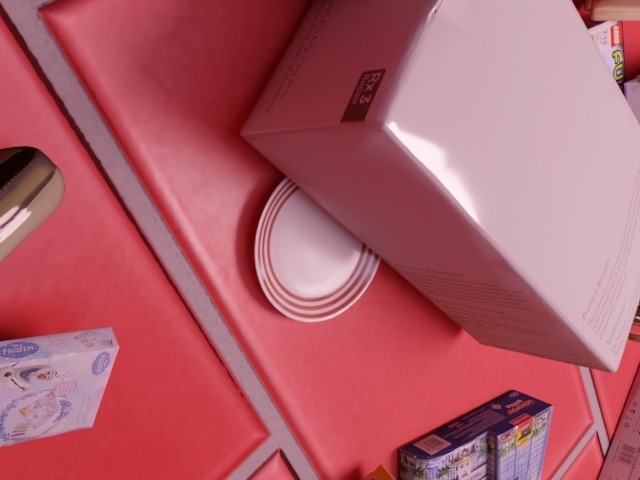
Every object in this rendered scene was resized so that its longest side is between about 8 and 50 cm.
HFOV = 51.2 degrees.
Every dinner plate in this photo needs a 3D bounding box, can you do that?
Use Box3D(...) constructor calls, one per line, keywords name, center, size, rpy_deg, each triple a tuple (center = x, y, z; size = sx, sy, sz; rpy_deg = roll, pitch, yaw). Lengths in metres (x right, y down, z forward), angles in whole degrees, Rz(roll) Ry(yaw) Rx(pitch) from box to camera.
Box3D(name="dinner plate", center=(0.000, 0.000, 0.573), size=(0.141, 0.017, 0.141), rpy_deg=(-9, 106, -35))

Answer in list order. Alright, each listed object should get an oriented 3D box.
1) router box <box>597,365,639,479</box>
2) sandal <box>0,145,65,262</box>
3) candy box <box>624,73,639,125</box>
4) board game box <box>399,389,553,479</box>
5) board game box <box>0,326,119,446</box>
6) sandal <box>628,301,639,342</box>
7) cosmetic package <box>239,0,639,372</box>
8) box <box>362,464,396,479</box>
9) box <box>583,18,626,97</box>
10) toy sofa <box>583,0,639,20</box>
Box3D(name="router box", center=(0.574, 0.309, 1.049), size=(0.301, 0.082, 0.335), rpy_deg=(28, 82, -38))
Box3D(name="sandal", center=(-0.241, 0.071, 0.341), size=(0.303, 0.120, 0.086), rpy_deg=(-46, 136, -22))
Box3D(name="candy box", center=(0.443, -0.136, 0.830), size=(0.196, 0.070, 0.165), rpy_deg=(-30, 117, -44))
Box3D(name="board game box", center=(0.178, 0.294, 0.750), size=(0.194, 0.060, 0.194), rpy_deg=(-14, 108, -35))
Box3D(name="board game box", center=(-0.182, 0.095, 0.421), size=(0.090, 0.020, 0.090), rpy_deg=(-3, 135, -37))
Box3D(name="sandal", center=(0.428, 0.104, 0.904), size=(0.219, 0.090, 0.060), rpy_deg=(11, 115, -46))
Box3D(name="cosmetic package", center=(0.145, -0.066, 0.573), size=(0.385, 0.156, 0.217), rpy_deg=(41, 67, -35))
Box3D(name="box", center=(0.100, 0.336, 0.653), size=(0.087, 0.058, 0.232), rpy_deg=(-37, 105, -10))
Box3D(name="box", center=(0.309, -0.142, 0.770), size=(0.114, 0.036, 0.207), rpy_deg=(-29, 116, -30))
Box3D(name="toy sofa", center=(0.351, -0.396, 0.626), size=(0.177, 0.150, 0.363), rpy_deg=(-34, 128, -72))
